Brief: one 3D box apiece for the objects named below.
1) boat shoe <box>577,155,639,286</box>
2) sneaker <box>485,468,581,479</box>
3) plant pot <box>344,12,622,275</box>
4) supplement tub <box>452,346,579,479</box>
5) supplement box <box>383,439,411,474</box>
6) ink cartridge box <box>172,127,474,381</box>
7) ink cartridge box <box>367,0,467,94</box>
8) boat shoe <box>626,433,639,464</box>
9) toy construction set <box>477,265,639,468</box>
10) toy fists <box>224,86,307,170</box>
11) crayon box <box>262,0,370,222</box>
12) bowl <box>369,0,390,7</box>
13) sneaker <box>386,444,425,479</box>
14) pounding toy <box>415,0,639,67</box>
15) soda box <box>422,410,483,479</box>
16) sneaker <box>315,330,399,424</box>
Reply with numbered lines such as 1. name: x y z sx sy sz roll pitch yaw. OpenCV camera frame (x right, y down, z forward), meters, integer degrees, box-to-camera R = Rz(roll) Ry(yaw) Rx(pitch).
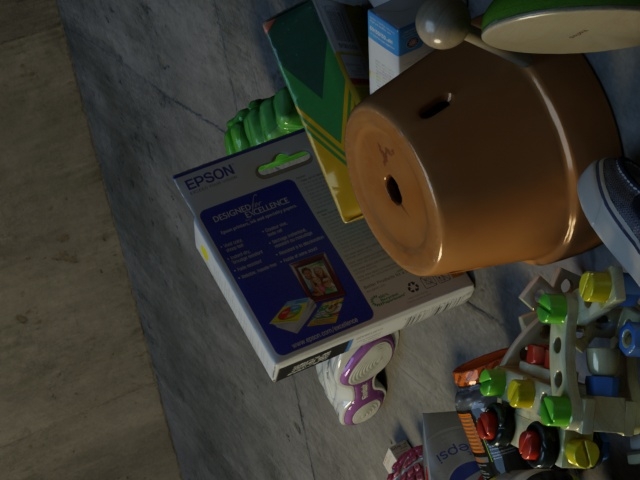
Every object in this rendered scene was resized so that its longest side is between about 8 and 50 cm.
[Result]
1. boat shoe: 0.359 -0.012 1.293 0.158 0.127 0.340 -52 32 23
2. sneaker: 0.318 0.425 1.707 0.385 0.145 0.147 62 158 -14
3. plant pot: 0.160 -0.087 1.549 0.291 0.203 0.291 52 155 36
4. supplement tub: 0.242 0.238 1.791 0.190 0.117 0.117 69 159 -2
5. supplement box: 0.144 0.380 2.289 0.098 0.036 0.062 58 157 24
6. ink cartridge box: 0.000 0.000 1.890 0.307 0.303 0.072 59 157 25
7. ink cartridge box: 0.114 -0.201 1.679 0.061 0.104 0.181 41 146 39
8. boat shoe: 0.390 0.157 1.382 0.302 0.113 0.103 135 131 -66
9. toy construction set: 0.252 0.122 1.471 0.327 0.151 0.215 -136 51 -85
10. toy fists: -0.060 -0.167 2.099 0.096 0.142 0.279 68 159 0
11. crayon box: 0.050 -0.142 1.792 0.319 0.081 0.202 67 -162 3
12. bowl: 0.085 -0.348 1.687 0.142 0.053 0.142 60 158 22
13. sneaker: 0.189 0.458 2.164 0.121 0.112 0.299 -29 67 29
14. pounding toy: 0.219 -0.239 1.310 0.237 0.183 0.110 -5 84 48
15. soda box: 0.194 0.363 1.909 0.286 0.091 0.098 -93 0 -51
16. sneaker: 0.037 0.171 2.233 0.152 0.114 0.305 55 156 28
